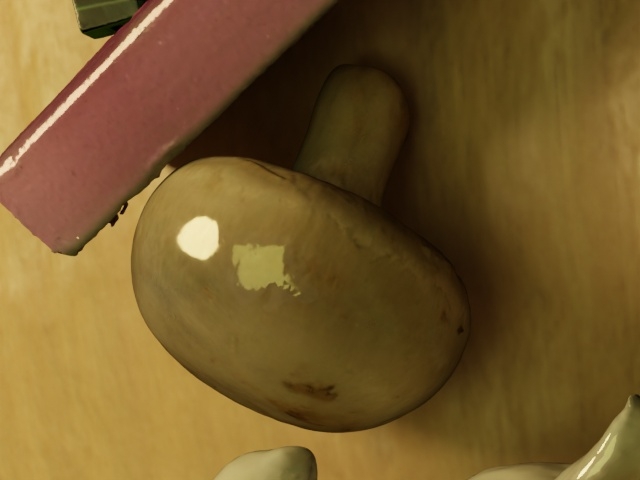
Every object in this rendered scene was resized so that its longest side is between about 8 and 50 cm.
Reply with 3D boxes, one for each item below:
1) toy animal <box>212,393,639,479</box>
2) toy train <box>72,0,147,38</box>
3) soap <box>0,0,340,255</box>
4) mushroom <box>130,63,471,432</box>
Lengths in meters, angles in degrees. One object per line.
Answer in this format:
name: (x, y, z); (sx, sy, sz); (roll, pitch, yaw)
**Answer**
toy animal: (0.084, 0.190, 1.075); (0.367, 0.196, 0.241); (-29, 82, 32)
toy train: (-0.158, -0.239, 1.273); (0.044, 0.042, 0.209); (-15, 85, 7)
soap: (-0.070, -0.120, 1.146); (0.081, 0.181, 0.259); (43, 118, -8)
mushroom: (0.000, 0.000, 1.134); (0.207, 0.207, 0.215); (10, 65, 30)
